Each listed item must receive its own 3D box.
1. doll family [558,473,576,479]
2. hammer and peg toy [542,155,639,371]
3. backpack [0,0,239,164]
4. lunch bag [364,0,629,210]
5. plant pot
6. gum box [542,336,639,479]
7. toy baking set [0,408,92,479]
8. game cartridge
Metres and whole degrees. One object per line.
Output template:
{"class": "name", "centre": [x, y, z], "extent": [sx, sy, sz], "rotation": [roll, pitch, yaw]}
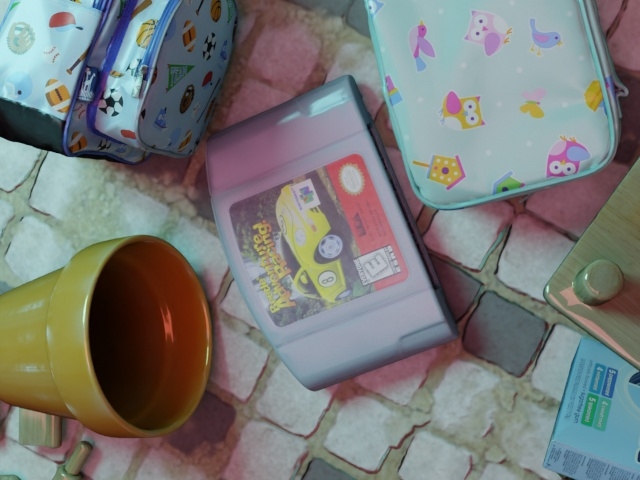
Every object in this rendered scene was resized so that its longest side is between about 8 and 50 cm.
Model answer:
{"class": "doll family", "centre": [0.320, 0.256, 1.182], "extent": [0.193, 0.076, 0.111], "rotation": [22, 82, 15]}
{"class": "hammer and peg toy", "centre": [0.421, 0.052, 1.084], "extent": [0.361, 0.127, 0.266], "rotation": [36, 83, 7]}
{"class": "backpack", "centre": [-0.202, -0.208, 1.170], "extent": [0.213, 0.276, 0.263], "rotation": [12, 92, 7]}
{"class": "lunch bag", "centre": [0.171, -0.172, 1.154], "extent": [0.224, 0.108, 0.279], "rotation": [-14, 94, 12]}
{"class": "plant pot", "centre": [-0.247, 0.106, 1.253], "extent": [0.188, 0.205, 0.205], "rotation": [-8, 95, 30]}
{"class": "gum box", "centre": [0.318, 0.181, 1.135], "extent": [0.184, 0.157, 0.041], "rotation": [20, 129, 11]}
{"class": "toy baking set", "centre": [-0.377, 0.270, 1.379], "extent": [0.197, 0.030, 0.256], "rotation": [29, 102, 12]}
{"class": "game cartridge", "centre": [0.000, 0.000, 1.245], "extent": [0.196, 0.060, 0.294], "rotation": [-23, 91, 19]}
